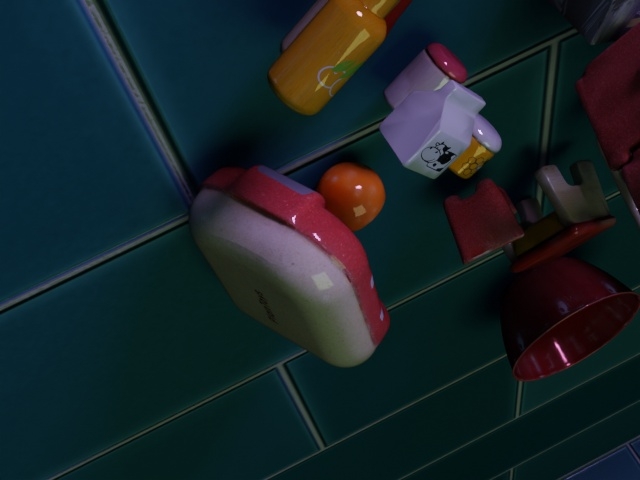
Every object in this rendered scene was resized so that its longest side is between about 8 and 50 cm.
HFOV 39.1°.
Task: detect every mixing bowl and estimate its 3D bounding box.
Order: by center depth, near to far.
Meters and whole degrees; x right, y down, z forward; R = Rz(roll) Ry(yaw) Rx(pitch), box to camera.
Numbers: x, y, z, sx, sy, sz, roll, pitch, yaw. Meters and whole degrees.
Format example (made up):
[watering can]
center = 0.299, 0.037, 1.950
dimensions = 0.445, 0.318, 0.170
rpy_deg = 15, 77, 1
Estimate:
[mixing bowl]
center = 0.293, 0.085, 1.126
dimensions = 0.181, 0.098, 0.181
rpy_deg = -22, 149, -14

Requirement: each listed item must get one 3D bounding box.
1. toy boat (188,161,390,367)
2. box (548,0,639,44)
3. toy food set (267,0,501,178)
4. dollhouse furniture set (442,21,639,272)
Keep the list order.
[toy boat]
center = 0.000, 0.000, 0.747
dimensions = 0.151, 0.151, 0.231
rpy_deg = -53, 155, -18
[box]
center = 0.373, -0.305, 0.618
dimensions = 0.395, 0.097, 0.318
rpy_deg = -14, 144, -25
[toy food set]
center = 0.064, -0.125, 0.609
dimensions = 0.104, 0.111, 0.232
rpy_deg = -44, 144, 24
[dollhouse furniture set]
center = 0.257, -0.036, 0.760
dimensions = 0.201, 0.152, 0.374
rpy_deg = -11, 161, -34
